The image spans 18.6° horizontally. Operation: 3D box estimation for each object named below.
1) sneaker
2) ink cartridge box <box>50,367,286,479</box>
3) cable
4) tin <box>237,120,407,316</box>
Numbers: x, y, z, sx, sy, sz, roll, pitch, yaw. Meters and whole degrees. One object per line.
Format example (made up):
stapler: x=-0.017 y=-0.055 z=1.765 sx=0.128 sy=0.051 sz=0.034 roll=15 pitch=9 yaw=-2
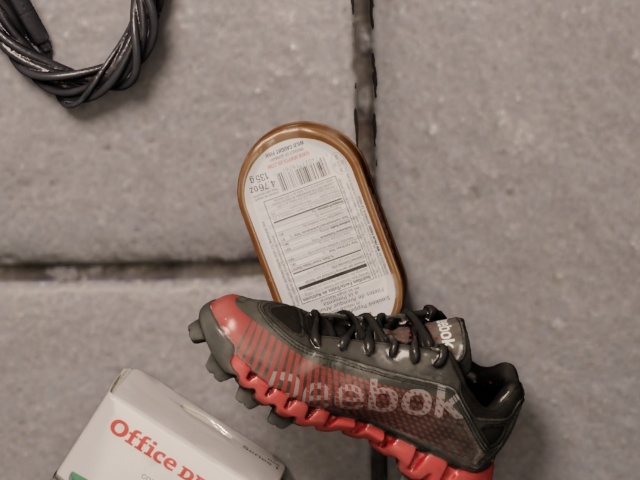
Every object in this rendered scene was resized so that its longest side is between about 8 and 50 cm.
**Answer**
sneaker: x=0.038 y=0.094 z=1.480 sx=0.276 sy=0.097 sz=0.135 roll=28 pitch=114 yaw=-19
ink cartridge box: x=-0.150 y=0.236 z=1.550 sx=0.160 sy=0.092 sz=0.219 roll=32 pitch=100 yaw=-1
cable: x=-0.194 y=-0.195 z=1.515 sx=0.151 sy=0.047 sz=0.184 roll=11 pitch=99 yaw=3
tin: x=0.000 y=0.000 z=1.535 sx=0.106 sy=0.040 sz=0.189 roll=-19 pitch=96 yaw=11
